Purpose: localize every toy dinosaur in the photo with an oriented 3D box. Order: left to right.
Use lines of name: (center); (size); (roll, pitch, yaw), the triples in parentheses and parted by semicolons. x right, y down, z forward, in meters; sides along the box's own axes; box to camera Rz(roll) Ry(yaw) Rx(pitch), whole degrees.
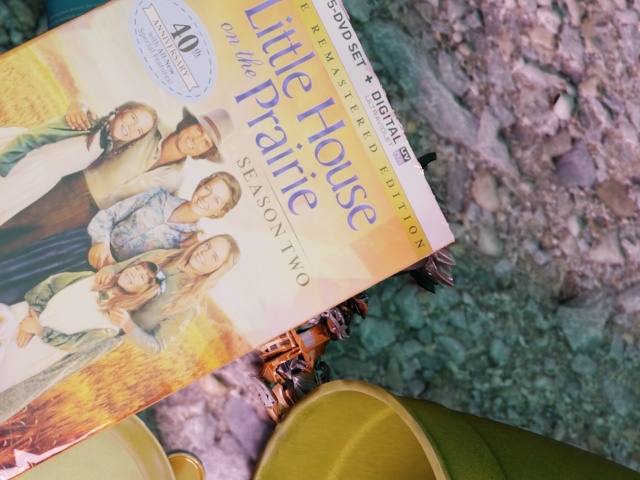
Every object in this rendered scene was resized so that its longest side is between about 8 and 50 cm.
toy dinosaur: (0.000, 0.000, 1.507); (0.218, 0.164, 0.322); (-5, 109, -3)

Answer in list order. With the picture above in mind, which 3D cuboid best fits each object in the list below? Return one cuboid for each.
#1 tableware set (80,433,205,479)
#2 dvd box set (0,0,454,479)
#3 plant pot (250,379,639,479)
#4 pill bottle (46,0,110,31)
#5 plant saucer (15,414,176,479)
tableware set: (-0.151, 0.222, 1.496); (0.104, 0.024, 0.154); (-42, 98, -17)
dvd box set: (-0.140, -0.036, 1.358); (0.420, 0.062, 0.307); (-27, 100, -9)
plant pot: (0.162, 0.315, 1.446); (0.353, 0.366, 0.366); (8, 83, -29)
pill bottle: (-0.160, -0.155, 1.459); (0.146, 0.146, 0.264); (-3, 86, -19)
plant saucer: (-0.239, 0.239, 1.442); (0.241, 0.037, 0.241); (1, 84, -7)
